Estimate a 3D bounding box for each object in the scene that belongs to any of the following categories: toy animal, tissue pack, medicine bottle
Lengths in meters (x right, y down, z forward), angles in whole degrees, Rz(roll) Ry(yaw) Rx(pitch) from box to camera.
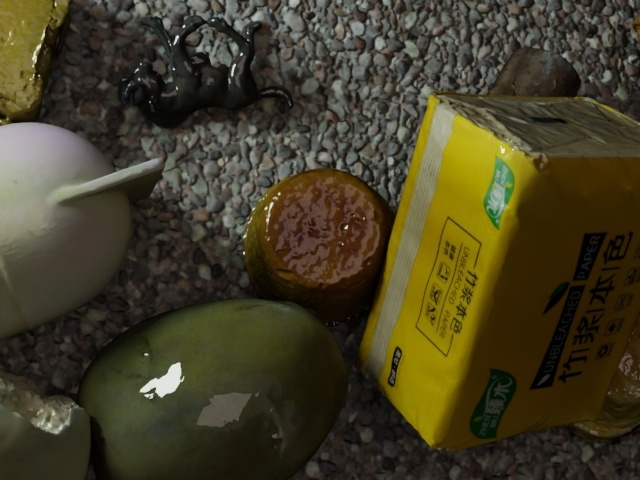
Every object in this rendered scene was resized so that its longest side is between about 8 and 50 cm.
[{"bbox_3d":[-0.152,-0.222,1.354,0.233,0.084,0.148,-2,100,-21],"label":"toy animal"},{"bbox_3d":[0.238,0.032,1.225,0.293,0.228,0.382,-4,120,-34],"label":"tissue pack"},{"bbox_3d":[-0.379,-0.005,1.175,0.406,0.236,0.235,-22,88,-16],"label":"medicine bottle"}]

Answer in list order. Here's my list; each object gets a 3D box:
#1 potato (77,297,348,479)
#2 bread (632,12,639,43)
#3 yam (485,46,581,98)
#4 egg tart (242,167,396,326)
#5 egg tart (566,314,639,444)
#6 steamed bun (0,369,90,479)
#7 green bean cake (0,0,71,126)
[{"bbox_3d":[-0.126,0.193,1.208,0.326,0.243,0.221,-12,123,0],"label":"potato"},{"bbox_3d":[0.568,-0.298,1.509,0.260,0.134,0.129,-2,93,-9],"label":"bread"},{"bbox_3d":[0.249,-0.128,1.411,0.131,0.131,0.279,36,76,-7],"label":"yam"},{"bbox_3d":[0.000,0.000,1.305,0.215,0.171,0.215,0,81,2],"label":"egg tart"},{"bbox_3d":[0.413,0.166,1.423,0.241,0.106,0.241,1,87,-13],"label":"egg tart"},{"bbox_3d":[-0.365,0.214,1.117,0.225,0.170,0.200,-11,64,-51],"label":"steamed bun"},{"bbox_3d":[-0.431,-0.257,1.251,0.224,0.131,0.229,13,76,-14],"label":"green bean cake"}]
